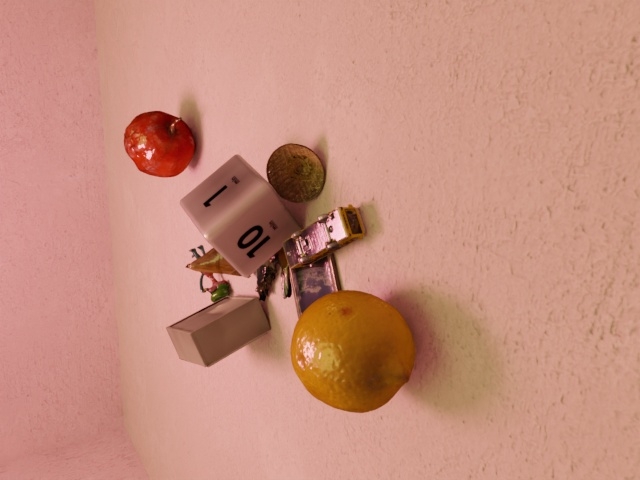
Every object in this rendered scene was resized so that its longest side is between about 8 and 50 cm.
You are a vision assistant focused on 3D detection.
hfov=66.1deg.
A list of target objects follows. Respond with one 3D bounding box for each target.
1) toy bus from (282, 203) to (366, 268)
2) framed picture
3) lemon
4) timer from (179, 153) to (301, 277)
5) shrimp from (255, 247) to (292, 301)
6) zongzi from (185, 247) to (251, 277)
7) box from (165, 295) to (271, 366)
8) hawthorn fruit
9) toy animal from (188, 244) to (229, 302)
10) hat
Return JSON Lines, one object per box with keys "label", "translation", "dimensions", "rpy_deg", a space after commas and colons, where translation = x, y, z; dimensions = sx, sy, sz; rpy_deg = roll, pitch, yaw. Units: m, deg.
{"label": "toy bus", "translation": [0.000, 0.000, 1.098], "dimensions": [0.226, 0.074, 0.081], "rpy_deg": [-32, 70, 47]}
{"label": "framed picture", "translation": [-0.011, 0.108, 1.208], "dimensions": [0.189, 0.023, 0.260], "rpy_deg": [-18, 82, 53]}
{"label": "lemon", "translation": [0.064, 0.208, 0.936], "dimensions": [0.253, 0.228, 0.229], "rpy_deg": [-13, 86, 59]}
{"label": "timer", "translation": [-0.197, -0.061, 1.225], "dimensions": [0.194, 0.195, 0.192], "rpy_deg": [43, 172, 42]}
{"label": "shrimp", "translation": [-0.129, 0.115, 1.327], "dimensions": [0.198, 0.051, 0.262], "rpy_deg": [-116, 35, -45]}
{"label": "zongzi", "translation": [-0.271, 0.031, 1.410], "dimensions": [0.194, 0.197, 0.099], "rpy_deg": [-58, 41, 40]}
{"label": "box", "translation": [-0.307, 0.268, 1.470], "dimensions": [0.225, 0.225, 0.118], "rpy_deg": [-8, 106, 56]}
{"label": "hawthorn fruit", "translation": [-0.541, -0.349, 1.701], "dimensions": [0.271, 0.241, 0.242], "rpy_deg": [-21, 79, 46]}
{"label": "toy animal", "translation": [-0.386, 0.118, 1.680], "dimensions": [0.103, 0.100, 0.208], "rpy_deg": [-34, 78, 12]}
{"label": "hat", "translation": [-0.052, -0.169, 1.176], "dimensions": [0.145, 0.067, 0.146], "rpy_deg": [7, 118, 13]}
